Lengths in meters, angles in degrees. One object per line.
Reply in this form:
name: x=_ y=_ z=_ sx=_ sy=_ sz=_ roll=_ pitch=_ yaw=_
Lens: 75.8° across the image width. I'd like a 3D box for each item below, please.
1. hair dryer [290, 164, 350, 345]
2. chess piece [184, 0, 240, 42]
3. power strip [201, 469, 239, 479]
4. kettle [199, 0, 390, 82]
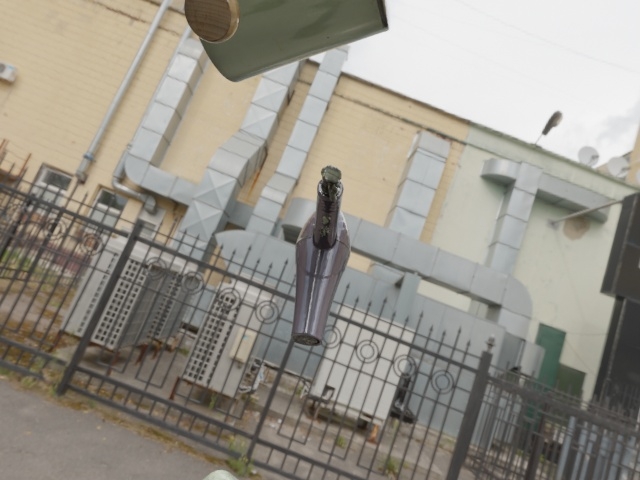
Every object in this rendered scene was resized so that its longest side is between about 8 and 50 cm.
hair dryer: x=0.000 y=0.000 z=0.758 sx=0.120 sy=0.301 sz=0.361 roll=8 pitch=-33 yaw=4
chess piece: x=-0.162 y=-0.341 z=0.614 sx=0.083 sy=0.038 sz=0.084 roll=8 pitch=-57 yaw=12
power strip: x=-0.054 y=0.308 z=0.361 sx=0.271 sy=0.118 sz=0.046 roll=54 pitch=-5 yaw=-25
kettle: x=-0.069 y=-0.521 z=0.813 sx=0.376 sy=0.250 sz=0.361 roll=-8 pitch=-19 yaw=16
